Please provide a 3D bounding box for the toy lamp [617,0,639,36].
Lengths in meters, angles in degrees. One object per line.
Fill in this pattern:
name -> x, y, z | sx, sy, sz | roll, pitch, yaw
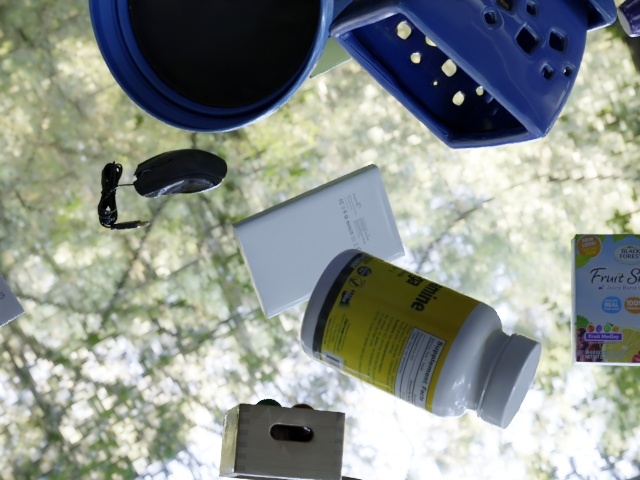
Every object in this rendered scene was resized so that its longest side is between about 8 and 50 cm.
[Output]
toy lamp -> 0.553, -0.369, 1.695 | 0.275, 0.080, 0.080 | -25, -159, 2

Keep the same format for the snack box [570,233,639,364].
snack box -> 0.487, 0.095, 1.908 | 0.175, 0.207, 0.070 | 0, 170, 4

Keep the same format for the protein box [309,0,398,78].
protein box -> 0.024, -0.444, 2.201 | 0.200, 0.136, 0.201 | -22, -133, 30

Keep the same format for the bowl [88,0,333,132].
bowl -> -0.159, -0.358, 1.773 | 0.391, 0.391, 0.077 | -14, -175, 25

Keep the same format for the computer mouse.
computer mouse -> -0.317, -0.106, 2.333 | 0.262, 0.060, 0.184 | -4, -130, 10

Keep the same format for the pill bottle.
pill bottle -> 0.153, 0.154, 1.820 | 0.334, 0.188, 0.188 | 23, -138, 19

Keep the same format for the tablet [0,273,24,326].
tablet -> -0.496, 0.090, 1.837 | 0.054, 0.083, 0.006 | -31, 168, -20

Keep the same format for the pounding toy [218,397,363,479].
pounding toy -> -0.030, 0.252, 1.480 | 0.181, 0.094, 0.206 | 7, 166, -12

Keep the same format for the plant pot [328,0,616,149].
plant pot -> 0.186, -0.261, 1.413 | 0.212, 0.236, 0.236 | -52, -164, -11

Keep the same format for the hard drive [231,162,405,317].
hard drive -> 0.000, 0.000, 2.351 | 0.308, 0.203, 0.040 | -24, -158, -12
